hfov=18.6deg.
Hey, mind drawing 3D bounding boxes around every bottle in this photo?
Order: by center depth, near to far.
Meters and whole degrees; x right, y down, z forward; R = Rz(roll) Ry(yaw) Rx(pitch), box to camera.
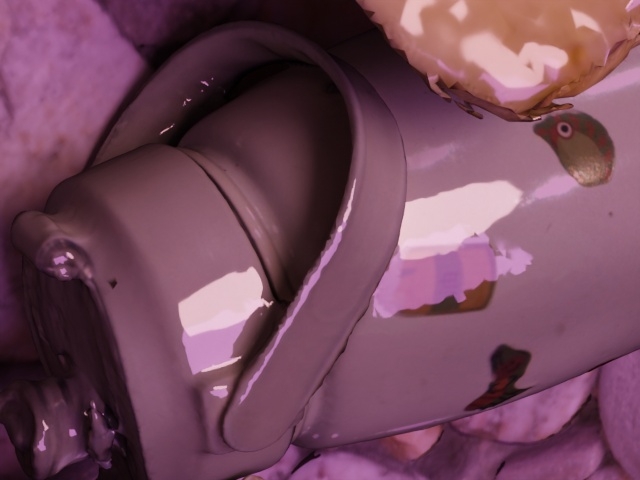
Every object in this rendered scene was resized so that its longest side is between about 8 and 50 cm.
[{"bbox_3d":[0.000,0.000,0.964,0.352,0.229,0.229,-19,117,-25],"label":"bottle"}]

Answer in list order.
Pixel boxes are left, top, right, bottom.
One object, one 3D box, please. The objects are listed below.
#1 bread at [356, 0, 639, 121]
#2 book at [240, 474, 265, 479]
[{"bbox_3d":[0.146,-0.227,0.864,0.248,0.279,0.315,52,32,-11],"label":"bread"},{"bbox_3d":[-0.166,0.279,0.882,0.371,0.043,0.260,-44,173,-39],"label":"book"}]
